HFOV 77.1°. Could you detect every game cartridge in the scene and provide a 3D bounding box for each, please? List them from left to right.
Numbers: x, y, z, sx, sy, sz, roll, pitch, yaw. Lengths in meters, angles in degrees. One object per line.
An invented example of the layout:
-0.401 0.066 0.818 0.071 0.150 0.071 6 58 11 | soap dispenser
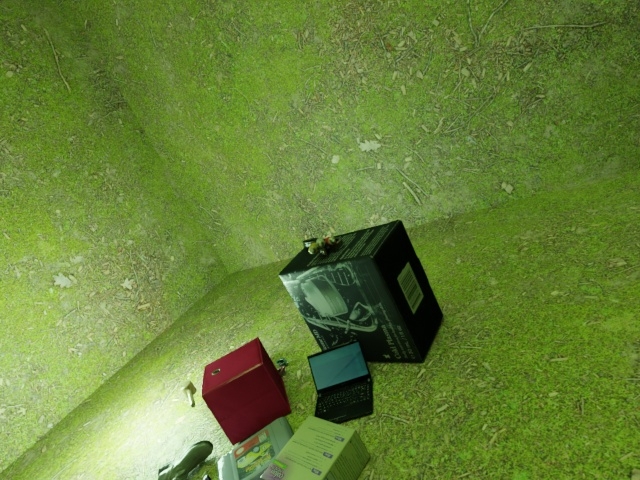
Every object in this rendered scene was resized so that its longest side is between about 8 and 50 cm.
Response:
-0.219 0.758 1.394 0.294 0.060 0.196 -31 20 -13 | game cartridge

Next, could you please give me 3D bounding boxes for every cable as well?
0.000 0.000 1.619 0.139 0.072 0.287 -25 17 -7 | cable

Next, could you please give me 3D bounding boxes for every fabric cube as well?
-0.303 0.601 1.638 0.258 0.259 0.254 -28 15 -6 | fabric cube

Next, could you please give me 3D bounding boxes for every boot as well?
-0.502 0.869 1.482 0.246 0.084 0.161 -33 23 -2 | boot

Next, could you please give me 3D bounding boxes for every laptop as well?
0.062 0.530 1.497 0.234 0.137 0.264 -23 16 15 | laptop

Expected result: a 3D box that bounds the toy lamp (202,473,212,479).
-0.477 0.899 1.323 0.274 0.080 0.080 -31 16 -22 | toy lamp

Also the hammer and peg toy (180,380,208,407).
-0.471 0.683 1.897 0.361 0.128 0.266 -30 18 -8 | hammer and peg toy

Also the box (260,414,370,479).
-0.013 0.676 1.197 0.213 0.117 0.243 -9 23 47 | box

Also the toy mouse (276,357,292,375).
-0.189 0.598 1.876 0.143 0.031 0.161 -28 14 -1 | toy mouse

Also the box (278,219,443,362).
0.170 0.224 1.651 0.471 0.480 0.297 -13 22 41 | box
